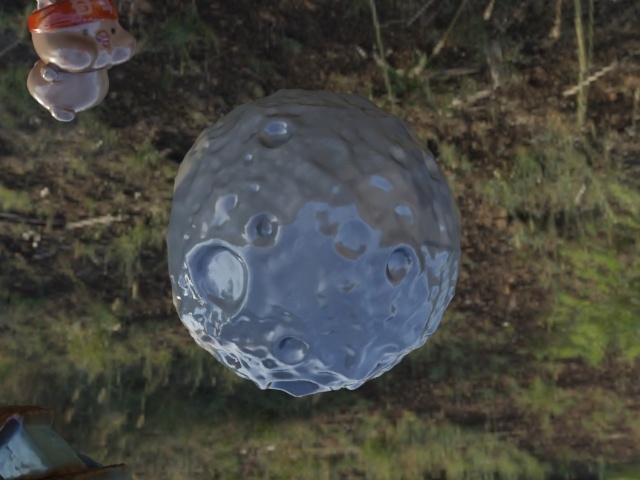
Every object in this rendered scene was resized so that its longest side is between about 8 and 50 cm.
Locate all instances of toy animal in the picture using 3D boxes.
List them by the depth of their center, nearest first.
[{"bbox_3d":[-0.393,-0.309,1.473,0.171,0.171,0.198,6,127,-19],"label":"toy animal"}]

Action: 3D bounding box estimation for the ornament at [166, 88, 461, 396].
[{"bbox_3d":[0.000,0.000,1.002,0.336,0.337,0.337,-2,156,-1],"label":"ornament"}]

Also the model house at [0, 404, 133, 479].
[{"bbox_3d":[-0.273,0.318,0.867,0.252,0.329,0.295,-49,165,5],"label":"model house"}]
